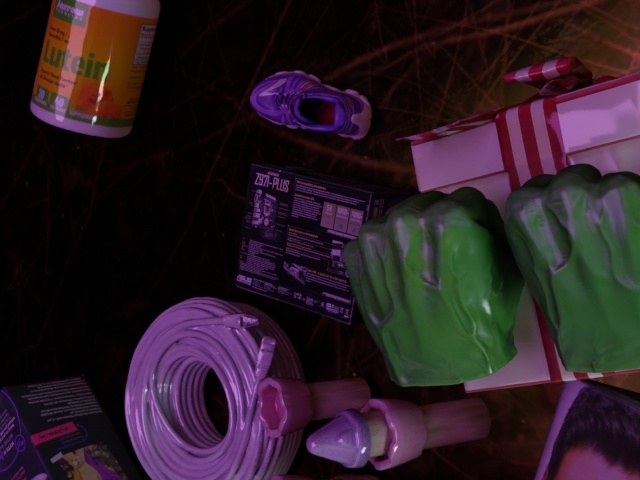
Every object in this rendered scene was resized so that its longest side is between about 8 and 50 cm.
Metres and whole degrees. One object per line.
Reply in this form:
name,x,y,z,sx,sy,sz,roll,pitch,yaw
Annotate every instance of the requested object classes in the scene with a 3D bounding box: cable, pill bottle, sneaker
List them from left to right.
pill bottle,-0.285,-0.269,1.482,0.136,0.136,0.246,27,108,36
cable,-0.132,0.197,1.402,0.257,0.089,0.257,11,99,40
sneaker,-0.020,-0.158,1.307,0.170,0.071,0.068,15,101,39

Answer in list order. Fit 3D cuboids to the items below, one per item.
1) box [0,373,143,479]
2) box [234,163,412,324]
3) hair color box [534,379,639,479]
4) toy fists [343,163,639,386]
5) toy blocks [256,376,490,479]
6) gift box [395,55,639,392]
box,-0.352,0.340,1.553,0.165,0.143,0.270,-48,63,30
box,0.000,0.000,1.290,0.180,0.077,0.147,15,101,39
hair color box,0.247,0.324,0.975,0.185,0.113,0.375,22,95,66
toy fists,0.146,0.019,0.851,0.279,0.096,0.142,-9,109,36
toy blocks,-0.004,0.301,1.137,0.288,0.260,0.309,-2,91,60
gift box,0.223,-0.017,0.990,0.276,0.255,0.258,-12,86,33
